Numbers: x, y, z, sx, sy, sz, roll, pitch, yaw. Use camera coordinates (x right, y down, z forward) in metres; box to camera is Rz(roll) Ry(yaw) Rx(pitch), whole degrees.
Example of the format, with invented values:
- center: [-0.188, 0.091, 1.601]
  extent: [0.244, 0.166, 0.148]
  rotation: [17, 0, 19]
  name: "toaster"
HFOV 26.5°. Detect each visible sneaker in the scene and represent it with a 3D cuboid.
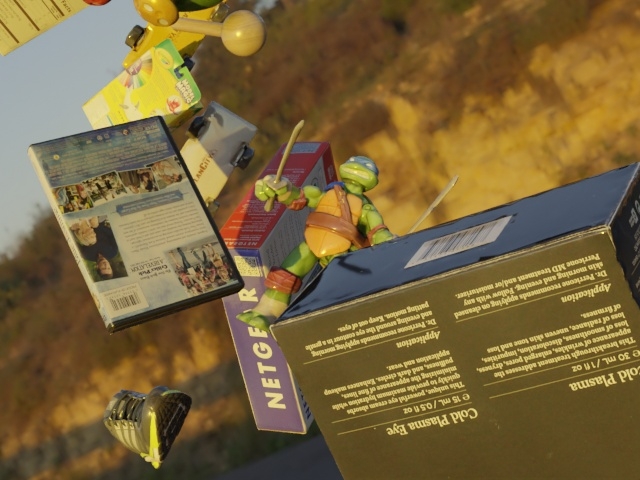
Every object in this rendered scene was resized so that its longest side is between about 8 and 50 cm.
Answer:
- center: [-0.284, 0.287, 2.156]
  extent: [0.111, 0.121, 0.300]
  rotation: [-64, 1, -23]
  name: "sneaker"

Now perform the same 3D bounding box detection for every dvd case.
- center: [-0.220, -0.025, 1.627]
  extent: [0.180, 0.253, 0.022]
  rotation: [-17, -20, -31]
  name: "dvd case"

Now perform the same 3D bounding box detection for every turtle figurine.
- center: [0.000, 0.000, 1.732]
  extent: [0.266, 0.198, 0.275]
  rotation: [-68, 16, -5]
  name: "turtle figurine"

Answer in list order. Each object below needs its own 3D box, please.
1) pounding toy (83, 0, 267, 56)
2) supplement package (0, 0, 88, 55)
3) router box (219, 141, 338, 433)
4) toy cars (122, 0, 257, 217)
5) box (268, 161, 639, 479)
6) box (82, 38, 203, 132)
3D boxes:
- center: [-0.185, -0.274, 1.504]
  extent: [0.183, 0.237, 0.110]
  rotation: [12, 62, 40]
  name: "pounding toy"
- center: [-0.452, -0.424, 1.839]
  extent: [0.145, 0.261, 0.204]
  rotation: [-30, -32, 2]
  name: "supplement package"
- center: [-0.039, 0.068, 2.054]
  extent: [0.082, 0.335, 0.301]
  rotation: [2, 34, 22]
  name: "router box"
- center: [-0.190, -0.205, 1.977]
  extent: [0.177, 0.393, 0.087]
  rotation: [-9, 2, -6]
  name: "toy cars"
- center: [0.184, 0.139, 1.284]
  extent: [0.343, 0.312, 0.179]
  rotation: [-17, 13, 28]
  name: "box"
- center: [-0.239, -0.191, 1.877]
  extent: [0.179, 0.105, 0.043]
  rotation: [-34, -9, 32]
  name: "box"
